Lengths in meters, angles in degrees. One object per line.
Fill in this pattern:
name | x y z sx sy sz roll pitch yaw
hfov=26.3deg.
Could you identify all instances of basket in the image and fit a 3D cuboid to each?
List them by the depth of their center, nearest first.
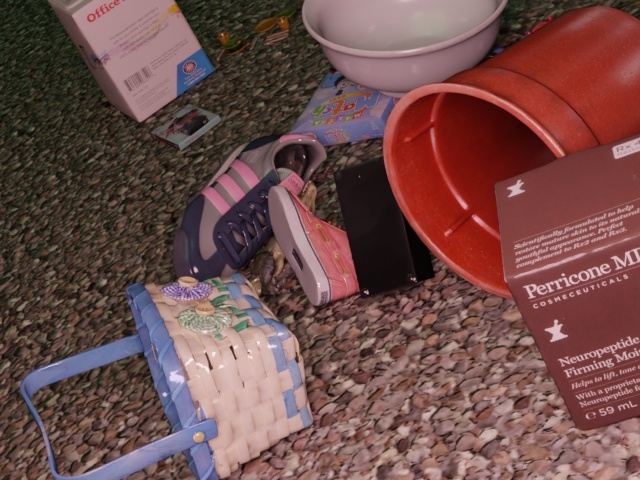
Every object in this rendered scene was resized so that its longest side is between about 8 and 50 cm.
basket | -0.175 0.159 1.503 0.289 0.201 0.255 -25 29 -13

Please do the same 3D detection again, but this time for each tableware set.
tableware set | -0.119 -0.378 2.465 0.154 0.024 0.104 -14 32 25

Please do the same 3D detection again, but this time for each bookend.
bookend | 0.091 -0.008 1.644 0.072 0.156 0.157 -17 -12 20

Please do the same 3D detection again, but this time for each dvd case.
dvd case | -0.227 -0.190 2.280 0.087 0.013 0.119 -39 30 -16

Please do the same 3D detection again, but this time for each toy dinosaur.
toy dinosaur | -0.056 0.036 1.744 0.118 0.064 0.268 6 49 50

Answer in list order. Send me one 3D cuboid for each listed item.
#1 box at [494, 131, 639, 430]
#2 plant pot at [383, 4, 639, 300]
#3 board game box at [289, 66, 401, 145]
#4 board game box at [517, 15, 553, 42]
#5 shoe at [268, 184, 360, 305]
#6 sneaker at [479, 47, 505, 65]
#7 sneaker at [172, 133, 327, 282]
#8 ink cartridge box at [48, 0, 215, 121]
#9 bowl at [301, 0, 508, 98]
box | 0.281 0.038 1.297 0.169 0.203 0.167 -20 31 17
plant pot | 0.257 -0.116 1.524 0.272 0.272 0.265 7 37 46
board game box | 0.064 -0.220 2.048 0.160 0.039 0.211 -7 37 32
board game box | 0.339 -0.294 1.931 0.169 0.033 0.133 -12 34 27
shoe | 0.000 0.000 1.678 0.081 0.063 0.178 -12 55 -22
sneaker | 0.246 -0.196 1.841 0.078 0.067 0.188 -37 26 12
sneaker | -0.092 -0.046 1.841 0.131 0.112 0.319 -13 34 32
ink cartridge box | -0.337 -0.364 2.419 0.171 0.232 0.168 -36 30 -12
bowl | 0.129 -0.296 1.954 0.298 0.134 0.298 -8 39 6
